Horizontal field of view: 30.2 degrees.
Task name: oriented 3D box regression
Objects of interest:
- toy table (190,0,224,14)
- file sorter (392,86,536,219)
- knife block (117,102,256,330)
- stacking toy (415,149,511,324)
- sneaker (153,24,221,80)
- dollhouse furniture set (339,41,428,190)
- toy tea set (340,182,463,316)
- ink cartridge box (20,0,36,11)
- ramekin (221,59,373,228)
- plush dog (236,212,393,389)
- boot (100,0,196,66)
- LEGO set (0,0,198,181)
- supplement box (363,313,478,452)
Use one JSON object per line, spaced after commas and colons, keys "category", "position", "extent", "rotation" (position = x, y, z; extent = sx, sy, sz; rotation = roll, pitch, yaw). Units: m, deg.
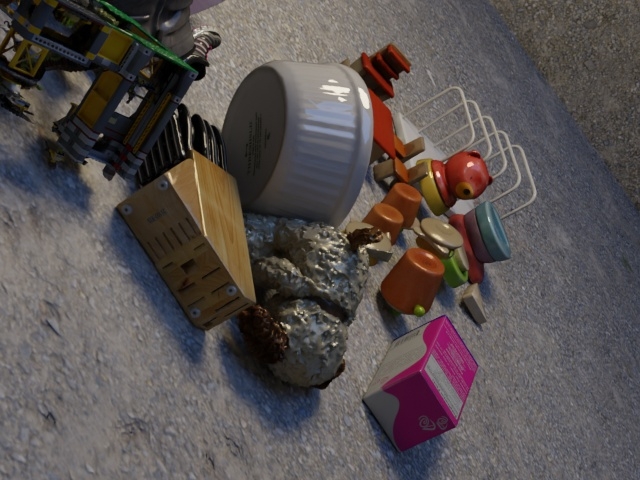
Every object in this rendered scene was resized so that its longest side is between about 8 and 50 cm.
{"category": "toy table", "position": [-0.194, -0.481, 1.869], "extent": [0.274, 0.252, 0.160], "rotation": [-26, 75, -33]}
{"category": "file sorter", "position": [0.315, -0.174, 2.564], "extent": [0.278, 0.173, 0.192], "rotation": [36, 33, -42]}
{"category": "knife block", "position": [-0.159, -0.045, 1.605], "extent": [0.275, 0.088, 0.242], "rotation": [57, 25, -5]}
{"category": "stacking toy", "position": [0.317, -0.012, 2.377], "extent": [0.309, 0.130, 0.279], "rotation": [51, 26, -44]}
{"category": "sneaker", "position": [-0.198, -0.282, 1.829], "extent": [0.074, 0.063, 0.170], "rotation": [58, 29, -3]}
{"category": "dollhouse furniture set", "position": [0.113, -0.261, 2.313], "extent": [0.262, 0.135, 0.259], "rotation": [42, 30, -34]}
{"category": "toy tea set", "position": [0.141, 0.022, 2.130], "extent": [0.200, 0.124, 0.336], "rotation": [31, 28, 6]}
{"category": "ink cartridge box", "position": [-0.406, -0.411, 1.538], "extent": [0.203, 0.086, 0.148], "rotation": [36, 34, -43]}
{"category": "ramekin", "position": [-0.047, -0.139, 1.729], "extent": [0.127, 0.273, 0.272], "rotation": [10, 51, -31]}
{"category": "plush dog", "position": [-0.012, 0.095, 1.650], "extent": [0.262, 0.211, 0.225], "rotation": [34, 58, -45]}
{"category": "boot", "position": [-0.193, -0.375, 1.689], "extent": [0.338, 0.222, 0.118], "rotation": [-25, 40, -35]}
{"category": "LEGO set", "position": [-0.327, -0.202, 1.421], "extent": [0.255, 0.192, 0.331], "rotation": [38, 10, 28]}
{"category": "supplement box", "position": [0.164, 0.226, 1.902], "extent": [0.114, 0.111, 0.220], "rotation": [58, 25, -7]}
